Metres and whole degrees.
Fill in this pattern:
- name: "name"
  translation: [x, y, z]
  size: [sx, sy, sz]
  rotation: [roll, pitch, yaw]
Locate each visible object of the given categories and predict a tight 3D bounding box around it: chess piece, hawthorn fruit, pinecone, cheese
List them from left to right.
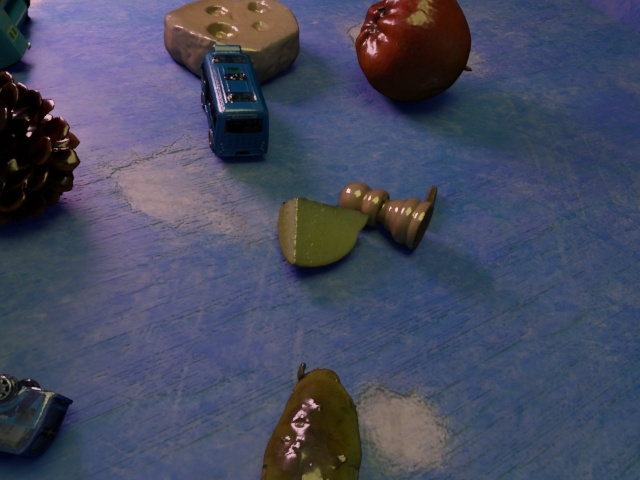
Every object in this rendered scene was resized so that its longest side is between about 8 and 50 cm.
- name: "pinecone"
  translation: [-0.525, -0.154, 0.810]
  size: [0.247, 0.292, 0.246]
  rotation: [-4, 71, 12]
- name: "cheese"
  translation: [-0.215, -0.504, 1.309]
  size: [0.327, 0.115, 0.317]
  rotation: [0, 48, -13]
- name: "chess piece"
  translation: [0.114, -0.057, 0.984]
  size: [0.171, 0.094, 0.094]
  rotation: [25, 47, 16]
- name: "hawthorn fruit"
  translation: [0.242, -0.456, 1.282]
  size: [0.298, 0.277, 0.276]
  rotation: [17, 43, -23]

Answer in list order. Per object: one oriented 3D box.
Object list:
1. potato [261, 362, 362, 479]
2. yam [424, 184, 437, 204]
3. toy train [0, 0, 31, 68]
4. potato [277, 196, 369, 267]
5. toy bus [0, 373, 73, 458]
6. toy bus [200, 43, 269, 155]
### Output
- name: "potato"
  translation: [-0.008, 0.254, 0.665]
  size: [0.118, 0.090, 0.225]
  rotation: [7, 40, 3]
- name: "yam"
  translation: [0.216, -0.071, 1.063]
  size: [0.021, 0.021, 0.116]
  rotation: [20, 48, 6]
- name: "toy train"
  translation: [-0.724, -0.522, 1.175]
  size: [0.120, 0.194, 0.298]
  rotation: [-19, 45, 5]
- name: "potato"
  translation: [0.000, 0.000, 0.935]
  size: [0.149, 0.081, 0.120]
  rotation: [11, 75, -25]
- name: "toy bus"
  translation: [-0.431, 0.197, 0.636]
  size: [0.237, 0.079, 0.094]
  rotation: [12, 71, -1]
- name: "toy bus"
  translation: [-0.179, -0.288, 1.103]
  size: [0.114, 0.134, 0.246]
  rotation: [-5, 50, -17]
